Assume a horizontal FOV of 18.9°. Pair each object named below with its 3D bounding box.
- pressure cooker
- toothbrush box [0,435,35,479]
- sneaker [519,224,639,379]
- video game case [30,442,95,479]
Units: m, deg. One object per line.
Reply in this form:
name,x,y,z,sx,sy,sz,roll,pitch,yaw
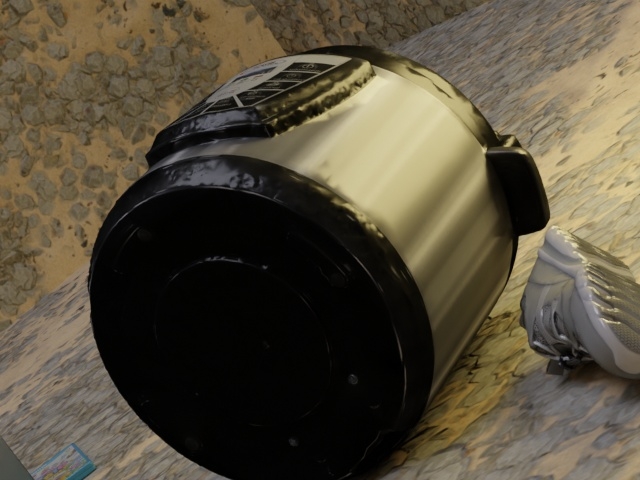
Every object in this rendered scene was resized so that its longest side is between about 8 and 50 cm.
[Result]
pressure cooker,0.000,0.006,1.964,0.420,0.370,0.375,-48,-12,-53
toothbrush box,-0.401,0.304,2.044,0.216,0.295,0.126,-36,11,-12
sneaker,0.243,0.080,1.717,0.115,0.105,0.281,-63,9,11
video game case,-0.365,0.323,2.582,0.119,0.015,0.166,-37,11,-11
